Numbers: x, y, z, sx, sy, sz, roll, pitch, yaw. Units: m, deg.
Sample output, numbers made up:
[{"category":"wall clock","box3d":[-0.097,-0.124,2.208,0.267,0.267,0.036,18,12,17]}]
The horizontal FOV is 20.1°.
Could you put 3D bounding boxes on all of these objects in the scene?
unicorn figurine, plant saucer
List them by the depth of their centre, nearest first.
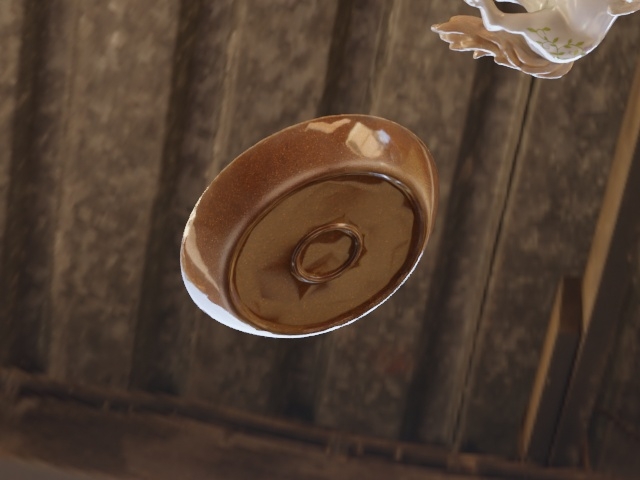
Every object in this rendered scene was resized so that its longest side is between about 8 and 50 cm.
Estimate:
[{"category":"unicorn figurine","box3d":[0.121,-0.118,0.799,0.111,0.060,0.162,31,-21,-9]},{"category":"plant saucer","box3d":[0.000,0.000,1.081,0.168,0.029,0.168,-16,-45,-17]}]
